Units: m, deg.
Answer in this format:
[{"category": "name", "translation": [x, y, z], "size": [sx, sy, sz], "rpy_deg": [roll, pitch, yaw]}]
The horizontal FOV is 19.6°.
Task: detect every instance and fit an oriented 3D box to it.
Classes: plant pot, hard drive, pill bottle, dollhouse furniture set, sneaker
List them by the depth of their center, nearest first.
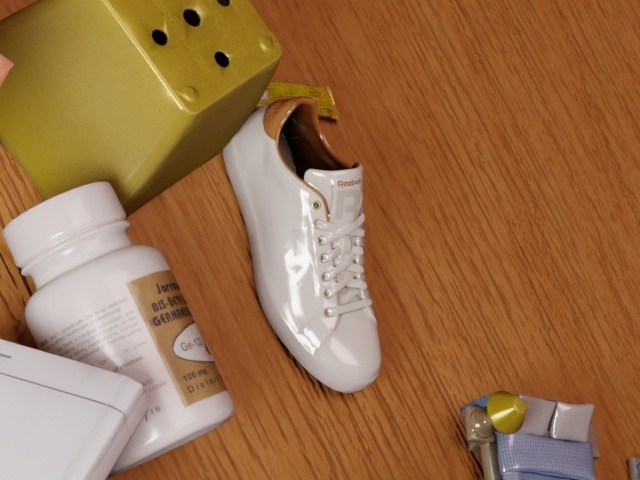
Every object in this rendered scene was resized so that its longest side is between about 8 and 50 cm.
[{"category": "hard drive", "translation": [-0.309, 0.211, 1.365], "size": [0.233, 0.047, 0.353], "rpy_deg": [15, 48, 18]}, {"category": "pill bottle", "translation": [-0.176, 0.073, 1.574], "size": [0.131, 0.131, 0.229], "rpy_deg": [-21, 82, -43]}, {"category": "plant pot", "translation": [-0.164, -0.159, 1.663], "size": [0.212, 0.187, 0.212], "rpy_deg": [54, 47, -3]}, {"category": "sneaker", "translation": [0.000, 0.000, 1.760], "size": [0.106, 0.123, 0.290], "rpy_deg": [-15, 80, -44]}, {"category": "dollhouse furniture set", "translation": [0.306, 0.283, 1.808], "size": [0.303, 0.198, 0.286], "rpy_deg": [13, 60, -33]}]

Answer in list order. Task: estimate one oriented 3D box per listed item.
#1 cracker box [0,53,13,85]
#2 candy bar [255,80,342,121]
[{"category": "cracker box", "translation": [-0.365, -0.114, 1.448], "size": [0.156, 0.232, 0.067], "rpy_deg": [36, 50, -18]}, {"category": "candy bar", "translation": [-0.045, -0.144, 1.866], "size": [0.161, 0.018, 0.040], "rpy_deg": [2, 64, -37]}]
